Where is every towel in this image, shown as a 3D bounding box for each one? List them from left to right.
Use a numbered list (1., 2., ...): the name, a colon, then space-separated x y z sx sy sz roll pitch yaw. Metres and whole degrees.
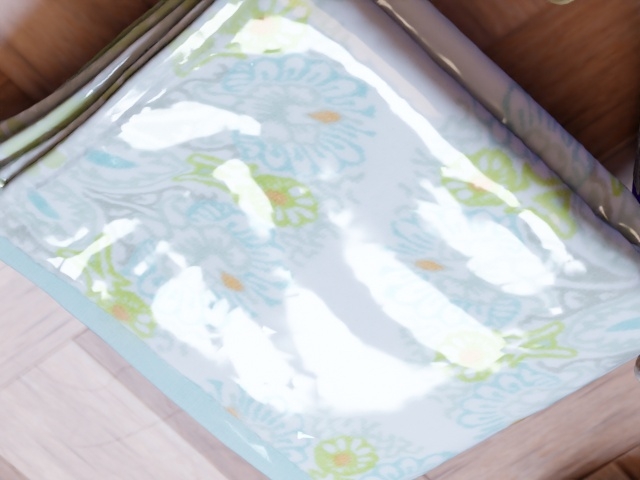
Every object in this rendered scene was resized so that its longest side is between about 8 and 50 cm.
1. towel: 0.000 0.000 1.163 0.374 0.090 0.320 40 130 -23

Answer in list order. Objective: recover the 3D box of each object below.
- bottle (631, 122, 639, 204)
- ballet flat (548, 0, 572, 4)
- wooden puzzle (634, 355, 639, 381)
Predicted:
1. bottle: 0.257 -0.118 1.134 0.118 0.092 0.282 0 124 -1
2. ballet flat: 0.064 -0.205 1.072 0.232 0.073 0.080 23 148 -17
3. wooden puzzle: 0.338 0.096 1.214 0.221 0.239 0.044 9 92 -7
